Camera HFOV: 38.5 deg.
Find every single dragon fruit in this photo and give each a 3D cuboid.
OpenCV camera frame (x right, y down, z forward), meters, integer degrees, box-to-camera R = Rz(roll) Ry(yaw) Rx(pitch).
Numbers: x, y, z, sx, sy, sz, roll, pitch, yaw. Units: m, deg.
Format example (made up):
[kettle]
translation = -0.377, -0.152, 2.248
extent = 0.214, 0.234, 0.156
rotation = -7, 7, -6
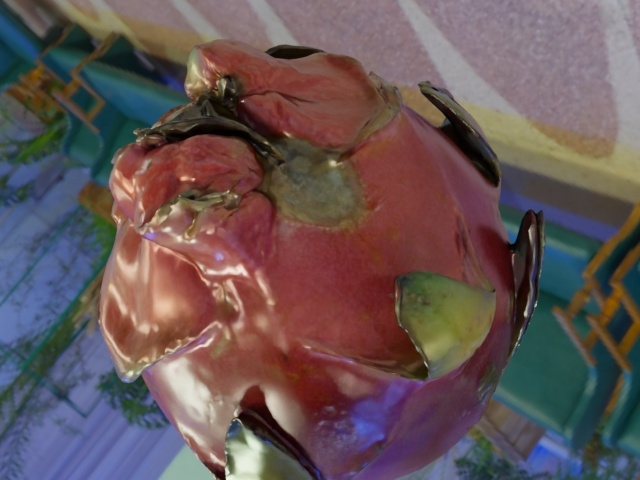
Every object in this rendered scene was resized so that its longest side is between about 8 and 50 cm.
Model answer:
[dragon fruit]
translation = 0.000, 0.000, 0.593
extent = 0.305, 0.305, 0.226
rotation = 34, 148, 18
